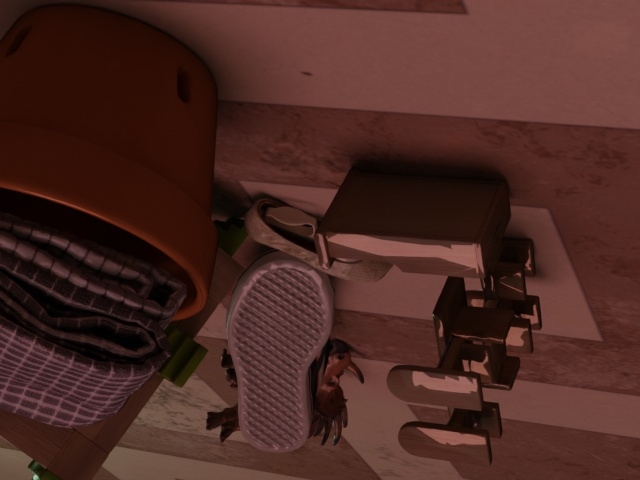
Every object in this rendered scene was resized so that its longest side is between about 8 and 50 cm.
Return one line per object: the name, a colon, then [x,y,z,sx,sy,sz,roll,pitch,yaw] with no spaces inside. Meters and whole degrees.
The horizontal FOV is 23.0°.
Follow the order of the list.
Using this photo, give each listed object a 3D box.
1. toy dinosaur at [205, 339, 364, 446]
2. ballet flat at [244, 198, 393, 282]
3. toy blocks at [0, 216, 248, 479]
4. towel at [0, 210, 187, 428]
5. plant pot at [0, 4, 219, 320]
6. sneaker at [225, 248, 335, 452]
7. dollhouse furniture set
toy dinosaur: [-0.040,0.224,2.145,0.200,0.127,0.295,6,163,5]
ballet flat: [0.000,0.000,1.658,0.168,0.057,0.052,17,148,-5]
toy blocks: [-0.270,0.061,1.607,0.261,0.381,0.191,40,169,-26]
towel: [-0.282,0.064,1.368,0.284,0.121,0.235,21,157,-12]
plant pot: [-0.214,-0.074,1.422,0.291,0.203,0.291,14,158,6]
sneaker: [-0.047,0.104,1.871,0.126,0.127,0.321,9,133,0]
dollhouse furniture set: [0.105,0.061,1.538,0.161,0.212,0.242,5,129,22]
